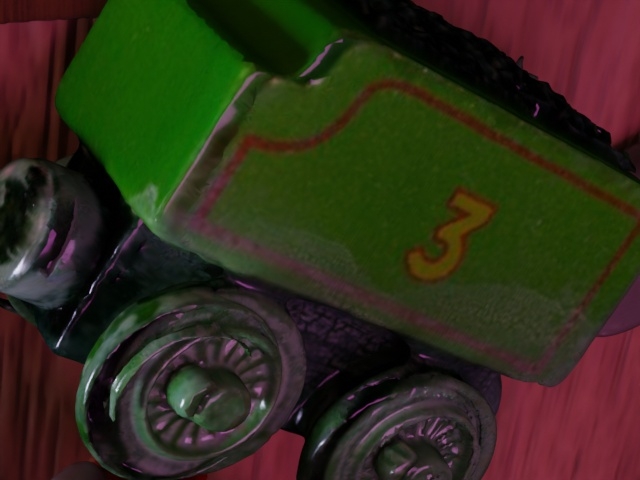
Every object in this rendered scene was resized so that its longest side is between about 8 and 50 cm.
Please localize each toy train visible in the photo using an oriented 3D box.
[{"bbox_3d":[0.000,0.000,0.627,0.243,0.132,0.188,22,106,-38],"label":"toy train"}]

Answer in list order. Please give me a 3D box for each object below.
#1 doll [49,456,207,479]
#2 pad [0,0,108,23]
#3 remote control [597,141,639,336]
[{"bbox_3d":[-0.052,0.158,0.595,0.099,0.188,0.384,-30,157,15],"label":"doll"},{"bbox_3d":[-0.016,-0.214,0.568,0.284,0.018,0.286,-8,122,-24],"label":"pad"},{"bbox_3d":[0.240,-0.045,0.784,0.309,0.038,0.090,-26,128,-11],"label":"remote control"}]
